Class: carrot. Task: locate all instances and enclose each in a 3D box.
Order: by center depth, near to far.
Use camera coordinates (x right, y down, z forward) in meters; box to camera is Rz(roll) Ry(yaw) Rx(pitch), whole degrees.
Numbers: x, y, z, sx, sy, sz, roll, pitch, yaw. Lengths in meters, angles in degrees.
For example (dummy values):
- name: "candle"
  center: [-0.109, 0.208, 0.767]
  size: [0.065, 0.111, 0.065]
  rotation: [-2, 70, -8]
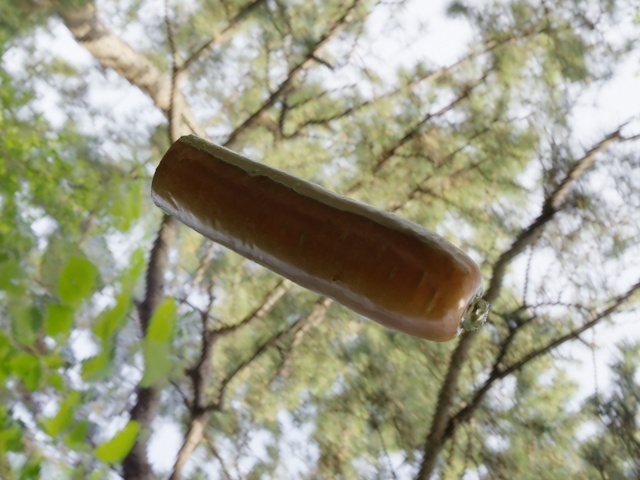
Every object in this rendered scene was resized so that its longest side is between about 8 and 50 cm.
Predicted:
- name: "carrot"
  center: [0.000, 0.000, 0.711]
  size: [0.225, 0.067, 0.067]
  rotation: [24, -107, 21]
